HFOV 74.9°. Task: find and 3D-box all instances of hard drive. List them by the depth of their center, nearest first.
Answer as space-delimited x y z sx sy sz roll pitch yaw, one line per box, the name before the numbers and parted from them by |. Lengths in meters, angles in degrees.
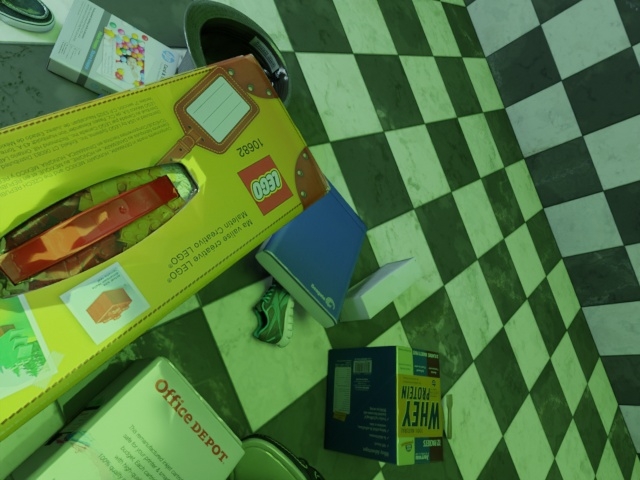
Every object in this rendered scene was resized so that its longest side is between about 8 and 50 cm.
hard drive | 0.000 0.000 0.909 0.210 0.040 0.319 48 37 -19

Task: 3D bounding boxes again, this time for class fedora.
fedora | -0.185 -0.332 0.842 0.275 0.124 0.244 -21 93 -52

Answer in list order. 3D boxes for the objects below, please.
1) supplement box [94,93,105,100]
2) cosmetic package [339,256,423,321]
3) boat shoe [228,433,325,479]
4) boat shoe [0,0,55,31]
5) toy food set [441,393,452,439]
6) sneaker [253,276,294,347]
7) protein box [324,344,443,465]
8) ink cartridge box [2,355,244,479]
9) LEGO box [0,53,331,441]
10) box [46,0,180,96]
supplement box | -0.344 -0.173 0.677 0.083 0.083 0.056 39 54 -26
cosmetic package | 0.143 0.116 1.007 0.238 0.098 0.061 -27 94 -43
boat shoe | -0.040 0.451 0.733 0.340 0.127 0.113 53 10 -13
boat shoe | -0.492 -0.392 0.618 0.183 0.083 0.065 24 61 -34
toy food set | 0.272 0.452 1.059 0.191 0.038 0.133 17 73 -43
sneaker | -0.093 0.123 0.822 0.076 0.065 0.167 14 65 -33
protein box | 0.124 0.327 0.850 0.135 0.199 0.202 18 65 -36
ink cartridge box | -0.271 0.326 0.556 0.202 0.117 0.278 55 49 -13
LEGO box | -0.288 0.025 0.467 0.500 0.372 0.193 -41 104 -41
box | -0.359 -0.320 0.745 0.186 0.038 0.145 23 62 -36
